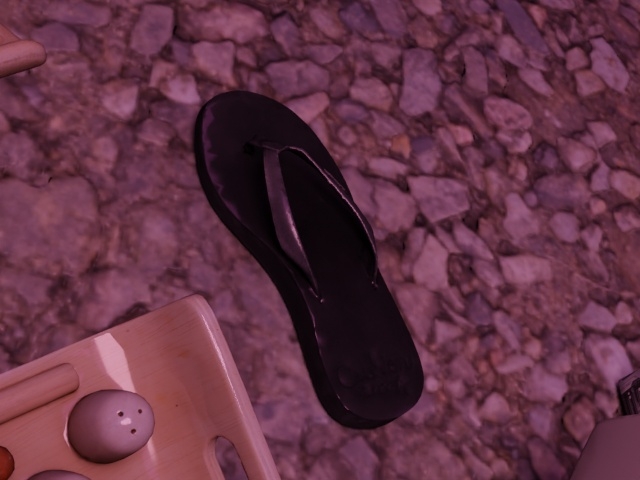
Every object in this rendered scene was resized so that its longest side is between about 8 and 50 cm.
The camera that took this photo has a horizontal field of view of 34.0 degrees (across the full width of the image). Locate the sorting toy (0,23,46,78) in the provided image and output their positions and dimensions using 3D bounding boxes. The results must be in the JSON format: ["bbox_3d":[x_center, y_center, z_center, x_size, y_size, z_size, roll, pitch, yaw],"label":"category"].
[{"bbox_3d":[-0.256,-0.090,0.458,0.208,0.038,0.193,34,43,30],"label":"sorting toy"}]

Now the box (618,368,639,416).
[{"bbox_3d":[0.384,0.206,0.762,0.307,0.076,0.243,4,64,-23],"label":"box"}]

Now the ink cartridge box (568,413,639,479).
[{"bbox_3d":[0.208,0.320,0.515,0.285,0.166,0.395,33,71,-5],"label":"ink cartridge box"}]

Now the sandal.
[{"bbox_3d":[0.001,0.000,0.708,0.097,0.054,0.255,-22,75,-32],"label":"sandal"}]

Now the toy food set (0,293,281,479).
[{"bbox_3d":[-0.139,0.175,0.444,0.306,0.092,0.220,-22,89,-34],"label":"toy food set"}]
